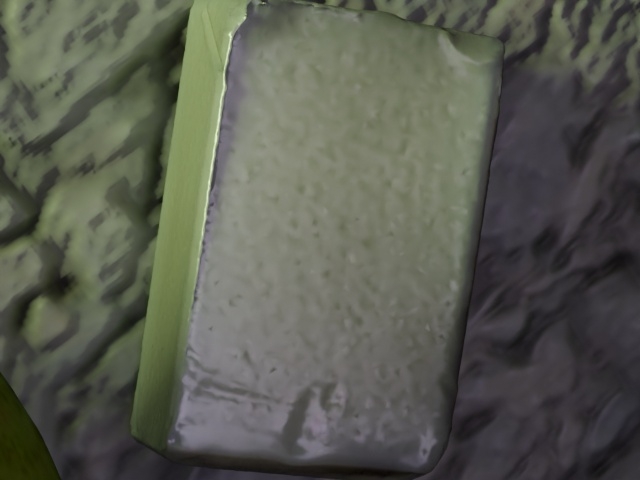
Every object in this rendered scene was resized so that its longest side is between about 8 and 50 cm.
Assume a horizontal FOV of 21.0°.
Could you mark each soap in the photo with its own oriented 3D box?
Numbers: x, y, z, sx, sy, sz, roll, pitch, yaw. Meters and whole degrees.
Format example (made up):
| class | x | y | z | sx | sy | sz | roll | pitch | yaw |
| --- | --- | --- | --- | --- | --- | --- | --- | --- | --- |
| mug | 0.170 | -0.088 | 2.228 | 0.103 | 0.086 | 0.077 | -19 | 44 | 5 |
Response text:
| class | x | y | z | sx | sy | sz | roll | pitch | yaw |
| --- | --- | --- | --- | --- | --- | --- | --- | --- | --- |
| soap | 0.000 | 0.000 | 0.683 | 0.121 | 0.064 | 0.183 | 8 | 91 | -21 |

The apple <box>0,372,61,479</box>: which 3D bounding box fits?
| class | x | y | z | sx | sy | sz | roll | pitch | yaw |
| --- | --- | --- | --- | --- | --- | --- | --- | --- | --- |
| apple | -0.229 | 0.126 | 0.466 | 0.339 | 0.339 | 0.340 | -2 | 95 | -22 |
